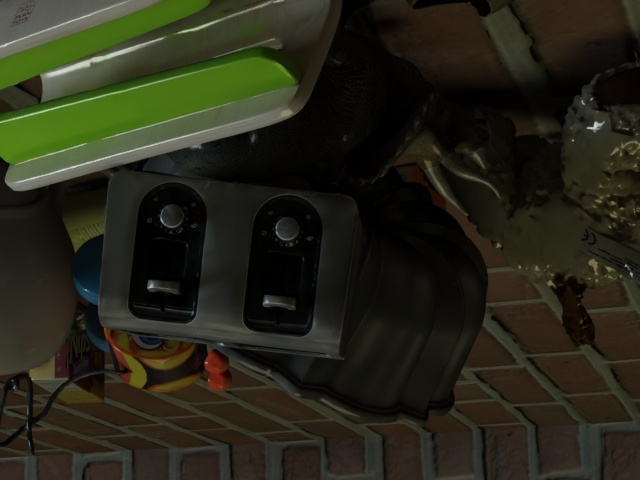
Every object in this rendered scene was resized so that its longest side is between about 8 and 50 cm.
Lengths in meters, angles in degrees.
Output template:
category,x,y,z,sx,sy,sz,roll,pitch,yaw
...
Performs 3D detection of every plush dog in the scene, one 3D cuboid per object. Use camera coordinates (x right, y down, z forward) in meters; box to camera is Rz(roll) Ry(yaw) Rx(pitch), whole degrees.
category,x,y,z,sx,sy,sz,roll,pitch,yaw
plush dog,0.249,-0.043,1.498,0.262,0.211,0.225,-14,-173,46

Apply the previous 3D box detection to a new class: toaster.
category,x,y,z,sx,sy,sz,roll,pitch,yaw
toaster,-0.058,0.017,1.228,0.168,0.110,0.186,7,175,3

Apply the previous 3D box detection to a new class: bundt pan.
category,x,y,z,sx,sy,sz,roll,pitch,yaw
bundt pan,0.000,0.000,1.450,0.330,0.331,0.124,13,117,-44

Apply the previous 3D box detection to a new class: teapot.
category,x,y,z,sx,sy,sz,roll,pitch,yaw
teapot,-0.318,-0.004,1.583,0.252,0.187,0.256,16,-165,8

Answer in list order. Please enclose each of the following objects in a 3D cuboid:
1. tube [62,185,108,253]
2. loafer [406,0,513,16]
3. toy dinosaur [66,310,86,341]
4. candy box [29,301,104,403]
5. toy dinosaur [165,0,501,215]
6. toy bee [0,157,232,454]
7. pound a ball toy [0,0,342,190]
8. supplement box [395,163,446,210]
category,x,y,z,sx,sy,sz,roll,pitch,yaw
tube,-0.192,-0.028,1.736,0.240,0.062,0.070,-13,-160,25
loafer,0.119,-0.174,1.184,0.148,0.050,0.056,-2,166,3
toy dinosaur,-0.359,0.092,2.120,0.268,0.064,0.118,-13,143,4
candy box,-0.318,0.138,2.262,0.053,0.109,0.187,-3,165,6
toy dinosaur,-0.036,-0.103,1.232,0.313,0.160,0.121,-3,165,3
toy bee,-0.138,0.071,1.561,0.162,0.298,0.195,15,166,14
pound a ball toy,-0.136,-0.165,1.108,0.319,0.136,0.208,-13,136,39
supplement box,0.064,-0.042,1.725,0.098,0.036,0.062,-9,163,29
